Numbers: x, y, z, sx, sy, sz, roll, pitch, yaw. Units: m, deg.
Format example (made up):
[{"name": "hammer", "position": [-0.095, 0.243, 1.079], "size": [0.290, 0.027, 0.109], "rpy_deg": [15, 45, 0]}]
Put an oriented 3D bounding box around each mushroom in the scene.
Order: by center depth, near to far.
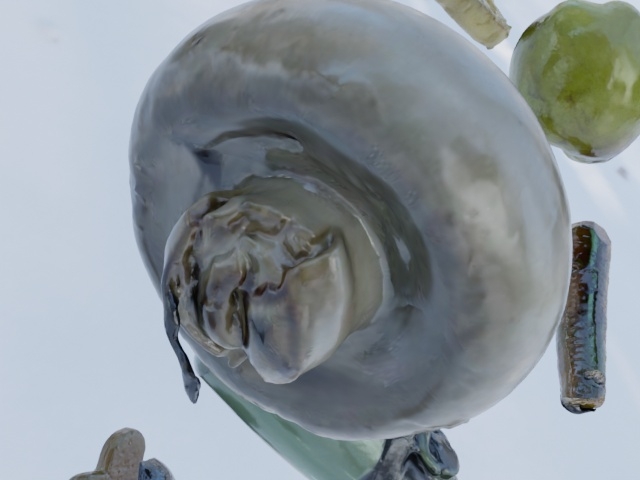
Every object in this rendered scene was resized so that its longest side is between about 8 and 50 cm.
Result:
[{"name": "mushroom", "position": [0.000, 0.000, 0.949], "size": [0.362, 0.362, 0.294], "rpy_deg": [42, 44, 7]}]

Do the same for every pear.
[{"name": "pear", "position": [0.320, -0.192, 1.541], "size": [0.200, 0.200, 0.200], "rpy_deg": [32, 24, -16]}]

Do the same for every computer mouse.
[{"name": "computer mouse", "position": [-0.203, 0.341, 1.586], "size": [0.057, 0.099, 0.172], "rpy_deg": [4, 34, -2]}]

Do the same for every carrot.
[{"name": "carrot", "position": [0.326, 0.092, 1.585], "size": [0.070, 0.070, 0.260], "rpy_deg": [27, 52, -27]}]

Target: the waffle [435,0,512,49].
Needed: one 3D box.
[{"name": "waffle", "position": [0.153, -0.399, 1.773], "size": [0.248, 0.055, 0.221], "rpy_deg": [34, 27, -45]}]

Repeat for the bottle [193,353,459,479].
[{"name": "bottle", "position": [0.019, 0.209, 1.518], "size": [0.347, 0.168, 0.168], "rpy_deg": [47, 22, -9]}]

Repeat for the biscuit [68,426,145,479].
[{"name": "biscuit", "position": [-0.290, 0.438, 1.898], "size": [0.197, 0.049, 0.301], "rpy_deg": [-41, 123, -36]}]
